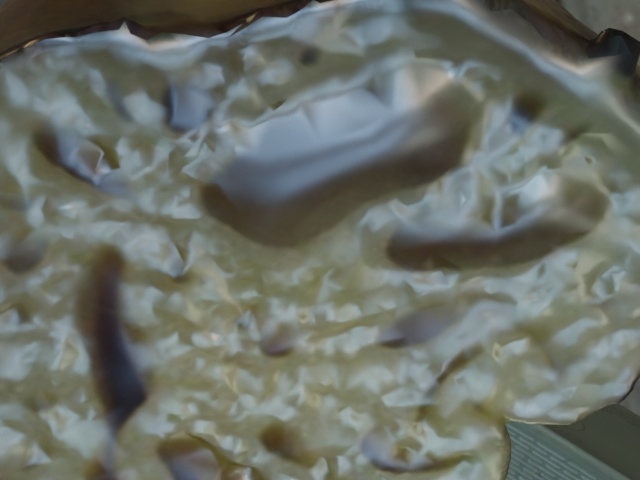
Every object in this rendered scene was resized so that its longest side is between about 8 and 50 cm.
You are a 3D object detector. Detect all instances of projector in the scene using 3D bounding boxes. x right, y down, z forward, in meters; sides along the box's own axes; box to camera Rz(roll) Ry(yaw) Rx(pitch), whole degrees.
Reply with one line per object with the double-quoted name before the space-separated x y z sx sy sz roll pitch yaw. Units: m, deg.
"projector" 0.266 0.224 1.238 0.257 0.099 0.192 31 -163 19

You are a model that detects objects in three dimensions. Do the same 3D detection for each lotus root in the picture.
"lotus root" 0.000 0.000 0.640 0.250 0.316 0.316 -101 -14 -66
